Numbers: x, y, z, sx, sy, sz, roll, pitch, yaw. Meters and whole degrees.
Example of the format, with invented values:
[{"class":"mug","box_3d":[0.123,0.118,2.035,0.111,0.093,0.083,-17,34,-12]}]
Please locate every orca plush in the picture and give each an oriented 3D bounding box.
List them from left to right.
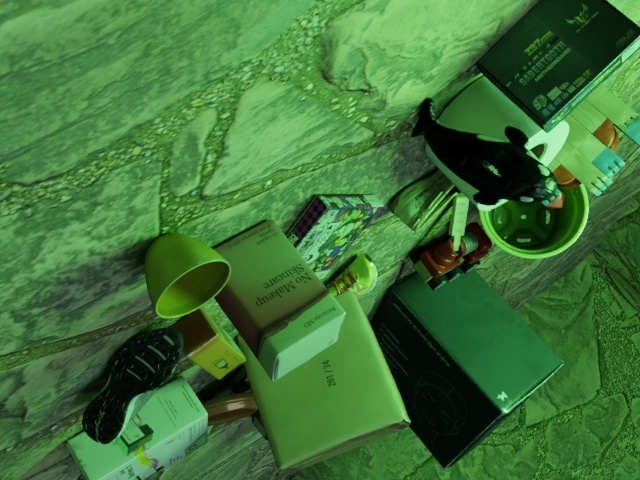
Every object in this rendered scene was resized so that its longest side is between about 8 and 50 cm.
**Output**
[{"class":"orca plush","box_3d":[0.295,-0.160,1.251,0.151,0.287,0.102,-47,170,12]}]

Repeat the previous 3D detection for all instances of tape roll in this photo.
[{"class":"tape roll","box_3d":[0.362,-0.204,1.427,0.246,0.169,0.246,-32,157,-16]}]

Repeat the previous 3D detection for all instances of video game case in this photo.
[{"class":"video game case","box_3d":[0.000,0.000,1.418,0.210,0.042,0.232,-6,140,-55]}]

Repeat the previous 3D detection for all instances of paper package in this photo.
[{"class":"paper package","box_3d":[0.004,0.327,1.589,0.310,0.324,0.168,-22,157,0]}]

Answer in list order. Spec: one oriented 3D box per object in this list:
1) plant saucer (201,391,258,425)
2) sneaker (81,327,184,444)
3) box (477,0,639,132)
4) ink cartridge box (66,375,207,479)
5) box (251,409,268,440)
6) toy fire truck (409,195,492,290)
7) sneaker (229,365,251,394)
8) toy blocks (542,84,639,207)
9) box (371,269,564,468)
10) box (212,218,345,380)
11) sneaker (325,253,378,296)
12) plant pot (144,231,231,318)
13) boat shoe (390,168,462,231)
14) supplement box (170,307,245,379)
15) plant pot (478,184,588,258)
[{"class":"plant saucer","box_3d":[-0.243,0.437,1.772,0.200,0.037,0.200,-14,158,-6]},{"class":"sneaker","box_3d":[-0.354,0.264,1.327,0.271,0.100,0.108,-49,180,15]},{"class":"box","box_3d":[0.436,-0.342,1.266,0.233,0.183,0.059,-43,157,11]},{"class":"ink cartridge box","box_3d":[-0.400,0.451,1.544,0.278,0.117,0.201,-28,155,-25]},{"class":"box","box_3d":[-0.050,0.415,2.042,0.318,0.097,0.394,-32,156,-25]},{"class":"toy fire truck","box_3d":[0.381,-0.008,1.887,0.217,0.158,0.246,-22,162,-36]},{"class":"sneaker","box_3d":[-0.116,0.346,1.773,0.228,0.130,0.087,-32,154,-13]},{"class":"toy blocks","box_3d":[0.614,-0.221,1.662,0.381,0.261,0.191,-47,156,19]},{"class":"box","box_3d":[0.407,0.379,2.175,0.297,0.480,0.471,-29,156,-28]},{"class":"box","box_3d":[-0.086,0.104,1.232,0.149,0.232,0.126,-30,156,-23]},{"class":"sneaker","box_3d":[0.061,0.114,1.675,0.094,0.081,0.208,-12,146,-44]},{"class":"plant pot","box_3d":[-0.224,0.044,1.089,0.134,0.095,0.134,-33,157,-16]},{"class":"boat shoe","box_3d":[0.294,-0.119,1.583,0.285,0.089,0.104,-34,156,-13]},{"class":"supplement box","box_3d":[-0.228,0.218,1.431,0.078,0.080,0.233,-36,155,-7]},{"class":"plant pot","box_3d":[0.576,-0.079,1.913,0.276,0.276,0.254,-42,168,5]}]
